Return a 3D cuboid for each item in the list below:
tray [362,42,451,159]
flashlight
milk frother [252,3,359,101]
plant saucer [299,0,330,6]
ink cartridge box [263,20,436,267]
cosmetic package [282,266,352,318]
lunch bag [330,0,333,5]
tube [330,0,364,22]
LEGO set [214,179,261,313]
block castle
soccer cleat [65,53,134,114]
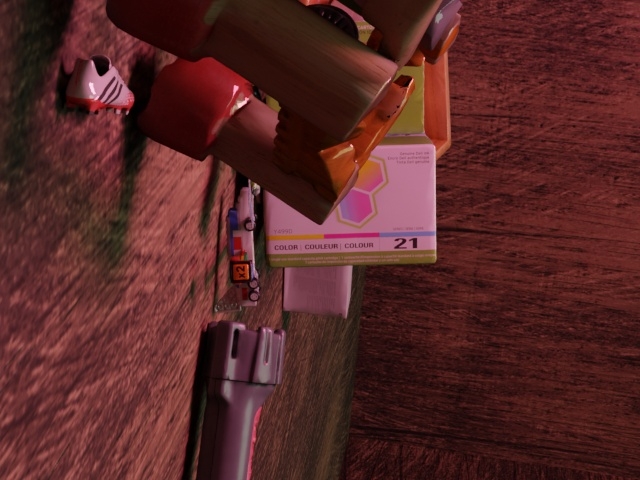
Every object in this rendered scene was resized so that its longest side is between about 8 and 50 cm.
[{"bbox_3d":[0.063,-0.151,1.594,0.411,0.076,0.203,-44,134,-54],"label":"tray"},{"bbox_3d":[-0.087,0.239,1.254,0.103,0.103,0.304,169,-71,-69],"label":"flashlight"},{"bbox_3d":[-0.015,-0.174,1.158,0.135,0.129,0.143,66,20,-62],"label":"milk frother"},{"bbox_3d":[-0.017,-0.302,1.522,0.200,0.037,0.200,7,90,-83],"label":"plant saucer"},{"bbox_3d":[0.028,-0.107,1.328,0.097,0.189,0.255,-95,-177,-76],"label":"ink cartridge box"},{"bbox_3d":[0.000,0.000,1.755,0.060,0.099,0.239,-73,169,-52],"label":"cosmetic package"},{"bbox_3d":[0.074,-0.463,1.776,0.258,0.120,0.293,-71,168,-59],"label":"lunch bag"},{"bbox_3d":[0.072,-0.321,1.674,0.207,0.052,0.080,-37,153,-62],"label":"tube"},{"bbox_3d":[-0.087,-0.043,1.237,0.182,0.060,0.244,87,1,-60],"label":"LEGO set"},{"bbox_3d":[0.038,-0.258,0.817,0.453,0.213,0.303,-55,176,-11],"label":"block castle"},{"bbox_3d":[-0.133,-0.096,0.748,0.083,0.029,0.035,-34,135,-76],"label":"soccer cleat"}]
